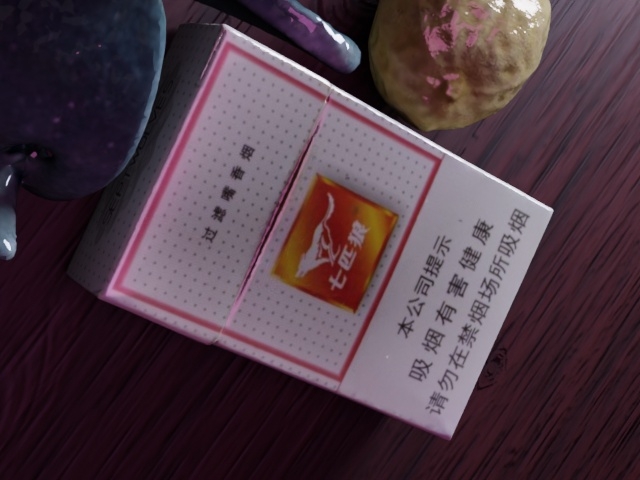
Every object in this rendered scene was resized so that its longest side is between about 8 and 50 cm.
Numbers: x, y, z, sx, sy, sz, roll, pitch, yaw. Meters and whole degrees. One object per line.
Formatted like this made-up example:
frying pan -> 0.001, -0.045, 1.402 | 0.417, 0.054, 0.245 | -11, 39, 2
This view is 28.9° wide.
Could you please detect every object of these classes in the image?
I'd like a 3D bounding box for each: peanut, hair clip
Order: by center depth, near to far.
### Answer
hair clip -> -0.209, -0.161, 0.689 | 0.318, 0.392, 0.238 | 30, 108, -34
peanut -> 0.107, -0.159, 0.970 | 0.141, 0.109, 0.159 | 25, 84, -16

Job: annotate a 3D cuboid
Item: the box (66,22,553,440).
box -> 0.000, 0.000, 0.957 | 0.330, 0.095, 0.210 | 26, 87, -28
